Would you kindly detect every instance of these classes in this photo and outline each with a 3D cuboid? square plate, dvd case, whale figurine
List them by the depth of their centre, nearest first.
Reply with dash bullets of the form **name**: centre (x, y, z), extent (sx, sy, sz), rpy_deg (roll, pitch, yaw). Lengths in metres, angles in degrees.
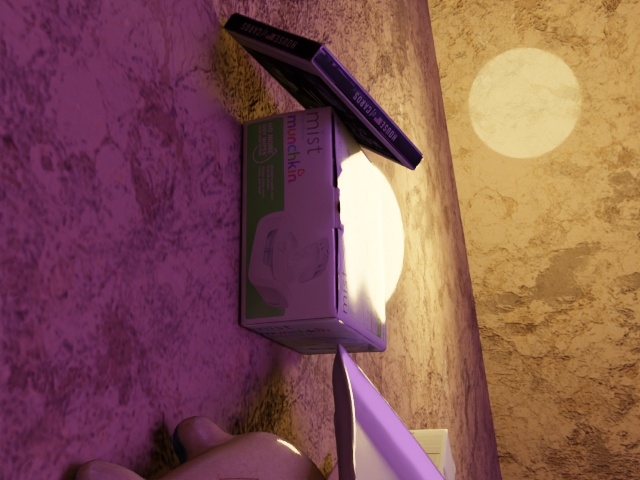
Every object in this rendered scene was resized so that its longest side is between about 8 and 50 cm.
- **whale figurine**: centre (-0.095, 0.252, 0.649), extent (0.272, 0.141, 0.216), rpy_deg (22, 32, -48)
- **square plate**: centre (0.110, 0.310, 0.851), extent (0.344, 0.049, 0.347), rpy_deg (54, 7, -12)
- **dvd case**: centre (0.007, -0.180, 0.967), extent (0.030, 0.179, 0.238), rpy_deg (-54, 136, -3)

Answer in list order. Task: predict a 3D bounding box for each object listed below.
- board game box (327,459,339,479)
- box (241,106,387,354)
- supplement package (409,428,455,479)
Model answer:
- **board game box**: centre (0.071, 0.402, 0.972), extent (0.347, 0.208, 0.056), rpy_deg (-43, 152, -69)
- **box**: centre (0.000, 0.000, 1.007), extent (0.231, 0.126, 0.262), rpy_deg (39, 47, -65)
- **supplement package**: centre (0.188, 0.451, 1.469), extent (0.179, 0.105, 0.105), rpy_deg (-63, 143, -59)
